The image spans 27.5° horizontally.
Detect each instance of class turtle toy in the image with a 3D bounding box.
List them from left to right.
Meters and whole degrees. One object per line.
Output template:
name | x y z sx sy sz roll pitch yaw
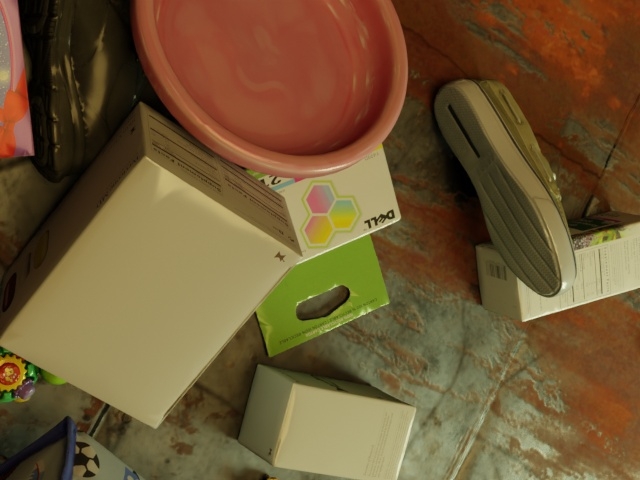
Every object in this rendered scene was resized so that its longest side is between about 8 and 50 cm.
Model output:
turtle toy | -0.334 0.138 1.431 0.130 0.066 0.095 -4 101 -27

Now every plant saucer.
plant saucer | -0.061 -0.217 1.445 0.332 0.084 0.332 12 66 -27

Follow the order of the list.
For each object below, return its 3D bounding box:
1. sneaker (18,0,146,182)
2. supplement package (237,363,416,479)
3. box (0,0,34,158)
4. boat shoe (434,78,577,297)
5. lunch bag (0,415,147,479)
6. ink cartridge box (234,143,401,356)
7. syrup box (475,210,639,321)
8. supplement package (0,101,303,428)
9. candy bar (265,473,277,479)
sneaker | -0.252 -0.209 1.405 0.130 0.109 0.286 -9 112 -33
supplement package | 0.007 0.226 1.604 0.179 0.105 0.105 14 92 -30
box | -0.406 -0.221 1.318 0.201 0.057 0.293 -7 102 -15
boat shoe | 0.250 -0.076 1.626 0.094 0.109 0.302 -19 78 -32
lunch bag | -0.296 0.418 1.395 0.385 0.239 0.328 -37 119 18
ink cartridge box | 0.000 0.000 1.565 0.188 0.097 0.255 -23 108 -23
syrup box | 0.334 0.030 1.747 0.236 0.093 0.096 -14 105 -25
supplement package | -0.185 0.028 1.387 0.204 0.145 0.262 33 107 -25
candy bar | -0.034 0.367 1.630 0.161 0.018 0.040 63 27 -7
